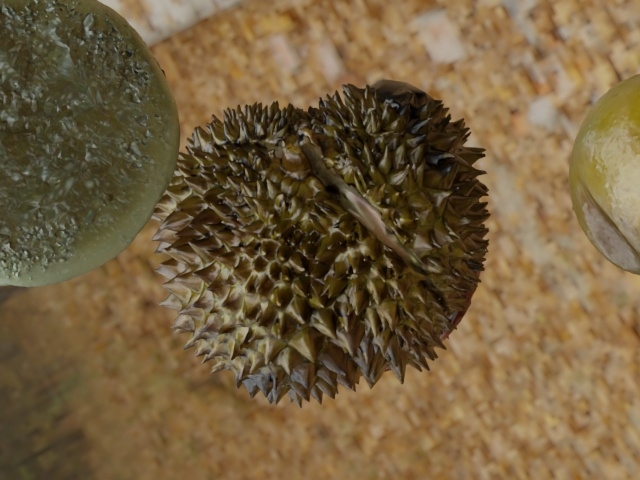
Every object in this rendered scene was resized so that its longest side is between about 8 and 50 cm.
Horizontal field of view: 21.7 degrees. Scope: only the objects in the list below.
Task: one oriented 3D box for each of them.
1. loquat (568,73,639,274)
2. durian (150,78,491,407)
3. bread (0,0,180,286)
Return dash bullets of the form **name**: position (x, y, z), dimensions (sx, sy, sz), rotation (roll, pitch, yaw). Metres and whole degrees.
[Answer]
- **loquat**: position (0.317, -0.053, 1.476), dimensions (0.213, 0.213, 0.213), rotation (55, 165, 23)
- **durian**: position (0.005, -0.001, 1.618), dimensions (0.348, 0.347, 0.384), rotation (54, 174, 26)
- **bread**: position (-0.243, -0.093, 1.384), dimensions (0.267, 0.267, 0.040), rotation (60, 163, 2)
